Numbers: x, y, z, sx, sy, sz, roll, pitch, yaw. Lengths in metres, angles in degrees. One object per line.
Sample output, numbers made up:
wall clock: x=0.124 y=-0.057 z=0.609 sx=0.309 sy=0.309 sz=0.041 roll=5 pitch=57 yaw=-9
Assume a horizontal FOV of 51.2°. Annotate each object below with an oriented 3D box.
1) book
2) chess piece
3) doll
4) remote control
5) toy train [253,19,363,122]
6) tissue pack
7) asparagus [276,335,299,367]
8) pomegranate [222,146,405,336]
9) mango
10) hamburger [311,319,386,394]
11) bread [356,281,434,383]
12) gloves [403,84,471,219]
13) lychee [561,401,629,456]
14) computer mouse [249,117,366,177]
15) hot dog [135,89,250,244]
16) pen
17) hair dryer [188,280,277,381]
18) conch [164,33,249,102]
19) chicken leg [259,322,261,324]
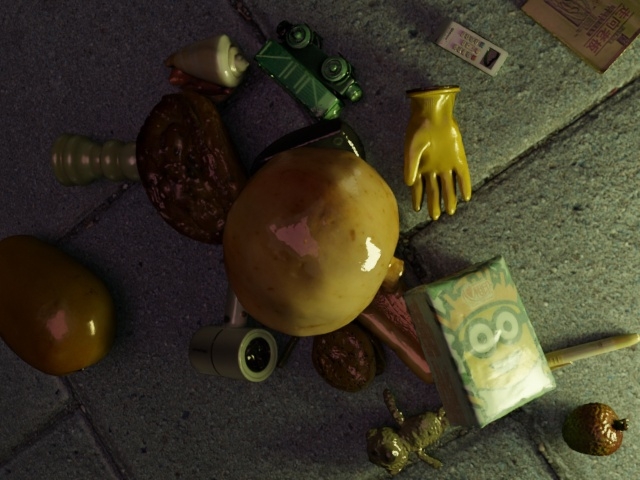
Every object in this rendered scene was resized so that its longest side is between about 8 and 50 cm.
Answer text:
book: x=0.563 y=-0.484 z=1.416 sx=0.231 sy=0.026 sz=0.161 roll=43 pitch=104 yaw=10
chess piece: x=-0.546 y=-0.207 z=1.735 sx=0.251 sy=0.144 sz=0.144 roll=2 pitch=94 yaw=11
doll: x=0.244 y=0.446 z=1.554 sx=0.286 sy=0.091 sz=0.202 roll=-8 pitch=103 yaw=8
remote control: x=0.332 y=-0.432 z=1.491 sx=0.166 sy=0.029 sz=0.065 roll=33 pitch=101 yaw=8
toy train: x=-0.026 y=-0.397 z=1.562 sx=0.269 sy=0.115 sz=0.154 roll=45 pitch=99 yaw=9
tissue pack: x=0.338 y=0.214 z=1.427 sx=0.228 sy=0.128 sz=0.310 roll=-19 pitch=85 yaw=-27
asparagus: x=-0.045 y=0.212 z=1.653 sx=0.025 sy=0.024 sz=0.248 roll=31 pitch=101 yaw=7
pomegranate: x=0.000 y=0.000 z=1.404 sx=0.412 sy=0.411 sz=0.411 roll=1 pitch=94 yaw=17
mango: x=-0.726 y=0.163 z=1.763 sx=0.446 sy=0.232 sz=0.300 roll=41 pitch=108 yaw=17
hamburger: x=0.064 y=0.280 z=1.577 sx=0.177 sy=0.113 sz=0.185 roll=12 pitch=96 yaw=15
bread: x=0.192 y=0.191 z=1.540 sx=0.305 sy=0.091 sz=0.142 roll=45 pitch=95 yaw=10
gloves: x=0.262 y=-0.192 z=1.498 sx=0.133 sy=0.116 sz=0.294 roll=-1 pitch=100 yaw=25
lychee: x=0.585 y=0.403 z=1.420 sx=0.146 sy=0.114 sz=0.114 roll=-29 pitch=84 yaw=36
computer mouse: x=-0.028 y=-0.182 z=1.567 sx=0.269 sy=0.100 sz=0.170 roll=-18 pitch=129 yaw=15
hot dog: x=-0.298 y=-0.175 z=1.614 sx=0.267 sy=0.174 sz=0.387 roll=-26 pitch=92 yaw=28
pen: x=0.575 y=0.245 z=1.456 sx=0.233 sy=0.032 sz=0.040 roll=-18 pitch=93 yaw=18
hair dryer: x=-0.202 y=0.156 z=1.643 sx=0.203 sy=0.128 sz=0.361 roll=-3 pitch=76 yaw=43
conch: x=-0.269 y=-0.434 z=1.649 sx=0.255 sy=0.127 sz=0.158 roll=19 pitch=133 yaw=36
chicken leg: x=-0.084 y=0.103 z=1.646 sx=0.106 sy=0.051 sz=0.253 roll=27 pitch=102 yaw=20
